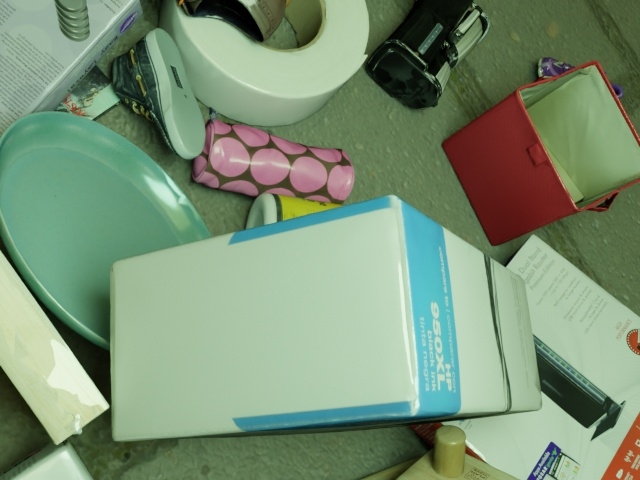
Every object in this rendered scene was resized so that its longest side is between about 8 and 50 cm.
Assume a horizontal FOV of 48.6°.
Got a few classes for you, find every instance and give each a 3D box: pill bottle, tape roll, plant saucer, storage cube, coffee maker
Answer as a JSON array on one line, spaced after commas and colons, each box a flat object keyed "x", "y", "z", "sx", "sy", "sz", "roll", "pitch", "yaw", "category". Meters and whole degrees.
[{"x": 0.000, "y": 0.000, "z": 0.933, "sx": 0.184, "sy": 0.103, "sz": 0.103, "roll": 8, "pitch": 71, "yaw": -22, "category": "pill bottle"}, {"x": -0.077, "y": -0.307, "z": 0.995, "sx": 0.286, "sy": 0.100, "sz": 0.286, "roll": 7, "pitch": 71, "yaw": -22, "category": "tape roll"}, {"x": -0.225, "y": 0.000, "z": 0.780, "sx": 0.317, "sy": 0.043, "sz": 0.318, "roll": 45, "pitch": 24, "yaw": -25, "category": "plant saucer"}, {"x": 0.337, "y": -0.124, "z": 1.072, "sx": 0.183, "sy": 0.193, "sz": 0.215, "roll": -23, "pitch": 86, "yaw": -28, "category": "storage cube"}, {"x": 0.150, "y": -0.314, "z": 1.104, "sx": 0.171, "sy": 0.120, "sz": 0.178, "roll": 31, "pitch": 61, "yaw": 13, "category": "coffee maker"}]

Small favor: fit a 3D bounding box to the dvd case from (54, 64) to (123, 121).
[{"x": -0.320, "y": -0.181, "z": 0.896, "sx": 0.087, "sy": 0.013, "sz": 0.119, "roll": 49, "pitch": 62, "yaw": -4, "category": "dvd case"}]

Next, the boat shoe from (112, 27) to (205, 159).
[{"x": -0.206, "y": -0.172, "z": 0.898, "sx": 0.065, "sy": 0.083, "sz": 0.183, "roll": 17, "pitch": 52, "yaw": -60, "category": "boat shoe"}]

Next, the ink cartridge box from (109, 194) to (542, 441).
[{"x": 0.033, "y": 0.106, "z": 0.716, "sx": 0.395, "sy": 0.285, "sz": 0.166, "roll": 22, "pitch": 60, "yaw": -58, "category": "ink cartridge box"}]

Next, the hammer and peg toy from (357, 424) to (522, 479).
[{"x": 0.124, "y": 0.310, "z": 0.771, "sx": 0.266, "sy": 0.361, "sz": 0.127, "roll": -22, "pitch": 119, "yaw": -43, "category": "hammer and peg toy"}]

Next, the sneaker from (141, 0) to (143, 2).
[{"x": -0.270, "y": -0.403, "z": 0.949, "sx": 0.112, "sy": 0.131, "sz": 0.319, "roll": 38, "pitch": 80, "yaw": -41, "category": "sneaker"}]

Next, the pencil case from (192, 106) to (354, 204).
[{"x": -0.062, "y": -0.105, "z": 0.949, "sx": 0.209, "sy": 0.095, "sz": 0.098, "roll": 13, "pitch": 32, "yaw": -22, "category": "pencil case"}]

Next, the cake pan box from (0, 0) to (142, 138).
[{"x": -0.387, "y": -0.275, "z": 0.819, "sx": 0.267, "sy": 0.070, "sz": 0.246, "roll": 40, "pitch": 83, "yaw": -8, "category": "cake pan box"}]

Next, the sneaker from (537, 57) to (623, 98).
[{"x": 0.457, "y": -0.284, "z": 1.244, "sx": 0.170, "sy": 0.071, "sz": 0.068, "roll": 17, "pitch": 68, "yaw": -18, "category": "sneaker"}]

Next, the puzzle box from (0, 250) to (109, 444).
[{"x": -0.340, "y": 0.009, "z": 0.681, "sx": 0.052, "sy": 0.272, "sz": 0.409, "roll": -35, "pitch": 90, "yaw": -21, "category": "puzzle box"}]

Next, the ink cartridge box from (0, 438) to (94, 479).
[{"x": -0.301, "y": 0.412, "z": 0.658, "sx": 0.330, "sy": 0.071, "sz": 0.324, "roll": -32, "pitch": 99, "yaw": -23, "category": "ink cartridge box"}]

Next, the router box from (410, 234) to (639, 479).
[{"x": 0.314, "y": 0.204, "z": 0.979, "sx": 0.301, "sy": 0.082, "sz": 0.335, "roll": 40, "pitch": 61, "yaw": 10, "category": "router box"}]

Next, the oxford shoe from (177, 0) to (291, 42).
[{"x": -0.162, "y": -0.338, "z": 0.860, "sx": 0.271, "sy": 0.097, "sz": 0.098, "roll": 24, "pitch": 72, "yaw": -15, "category": "oxford shoe"}]
